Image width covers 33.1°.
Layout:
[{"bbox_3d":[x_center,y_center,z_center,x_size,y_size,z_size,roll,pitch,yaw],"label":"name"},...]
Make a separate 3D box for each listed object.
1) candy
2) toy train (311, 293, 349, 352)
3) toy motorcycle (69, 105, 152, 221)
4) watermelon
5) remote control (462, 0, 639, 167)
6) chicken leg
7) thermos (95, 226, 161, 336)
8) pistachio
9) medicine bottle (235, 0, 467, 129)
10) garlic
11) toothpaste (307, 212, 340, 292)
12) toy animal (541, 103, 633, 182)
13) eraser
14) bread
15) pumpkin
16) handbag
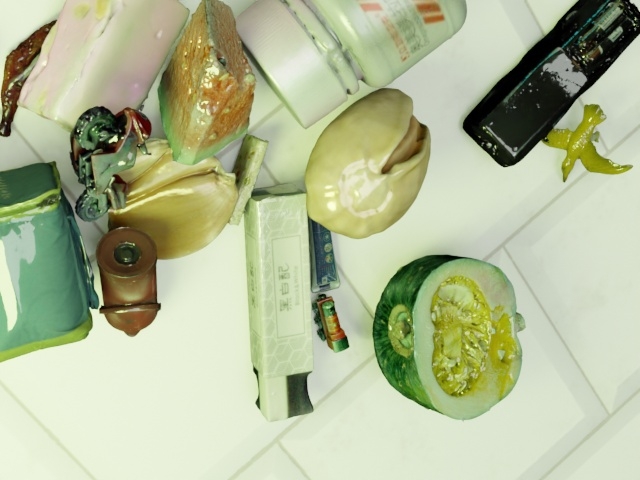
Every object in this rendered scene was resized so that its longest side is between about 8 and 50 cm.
[{"bbox_3d":[-0.326,-0.283,1.630,0.155,0.115,0.265,24,95,-53],"label":"candy"},{"bbox_3d":[0.018,0.148,1.947,0.044,0.064,0.103,-20,111,-15],"label":"toy train"},{"bbox_3d":[-0.313,-0.121,1.604,0.122,0.082,0.213,-21,144,-30],"label":"toy motorcycle"},{"bbox_3d":[-0.163,-0.251,1.630,0.139,0.193,0.257,-9,146,-23],"label":"watermelon"},{"bbox_3d":[0.439,-0.306,1.977,0.144,0.062,0.399,44,83,-4],"label":"remote control"},{"bbox_3d":[-0.444,-0.255,1.656,0.205,0.053,0.093,-42,130,-3],"label":"chicken leg"},{"bbox_3d":[-0.308,0.078,1.740,0.098,0.124,0.232,-3,147,-9],"label":"thermos"},{"bbox_3d":[0.085,-0.133,1.798,0.193,0.213,0.318,54,39,-18],"label":"pistachio"},{"bbox_3d":[0.041,-0.355,1.713,0.324,0.256,0.256,-36,115,-1],"label":"medicine bottle"},{"bbox_3d":[-0.246,-0.075,1.754,0.227,0.110,0.217,-9,121,-1],"label":"garlic"},{"bbox_3d":[0.000,0.000,1.916,0.057,0.035,0.197,-12,112,-14],"label":"toothpaste"},{"bbox_3d":[0.499,-0.177,2.048,0.095,0.219,0.155,-45,155,-24],"label":"toy animal"},{"bbox_3d":[-0.073,0.109,1.880,0.096,0.098,0.404,-7,106,-20],"label":"eraser"},{"bbox_3d":[-0.132,-0.104,1.813,0.028,0.068,0.154,18,97,-27],"label":"bread"},{"bbox_3d":[0.218,0.165,1.967,0.263,0.197,0.293,-8,100,-31],"label":"pumpkin"},{"bbox_3d":[-0.459,0.030,1.605,0.222,0.263,0.241,-13,107,-12],"label":"handbag"}]
